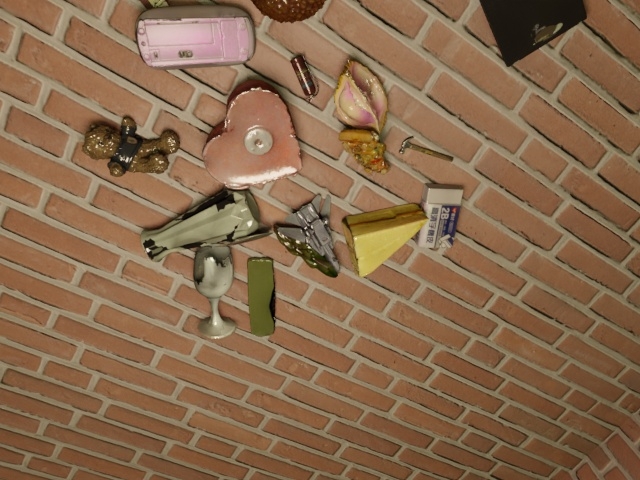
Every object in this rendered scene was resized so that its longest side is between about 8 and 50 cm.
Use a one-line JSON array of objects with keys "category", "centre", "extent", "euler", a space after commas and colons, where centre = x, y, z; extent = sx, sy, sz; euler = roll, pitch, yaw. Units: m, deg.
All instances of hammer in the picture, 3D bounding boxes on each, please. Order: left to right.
[{"category": "hammer", "centre": [0.344, -0.286, 1.442], "extent": [0.182, 0.017, 0.062], "euler": [13, 113, -13]}]

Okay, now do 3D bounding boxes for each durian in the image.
[{"category": "durian", "centre": [0.121, -0.410, 1.300], "extent": [0.183, 0.132, 0.165], "euler": [25, 103, -12]}]

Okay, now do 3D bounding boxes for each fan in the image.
[{"category": "fan", "centre": [-0.296, 0.014, 1.409], "extent": [0.311, 0.182, 0.010], "euler": [-13, 86, -26]}]

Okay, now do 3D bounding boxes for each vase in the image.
[{"category": "vase", "centre": [-0.375, -0.045, 1.416], "extent": [0.361, 0.165, 0.165], "euler": [-20, 115, 8]}]

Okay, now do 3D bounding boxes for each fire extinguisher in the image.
[{"category": "fire extinguisher", "centre": [-0.044, -0.466, 1.308], "extent": [0.056, 0.039, 0.132], "euler": [-20, 116, 14]}]

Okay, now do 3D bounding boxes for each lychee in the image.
[{"category": "lychee", "centre": [-0.089, -0.655, 1.134], "extent": [0.239, 0.200, 0.200], "euler": [13, 114, -25]}]

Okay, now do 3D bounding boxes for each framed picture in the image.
[{"category": "framed picture", "centre": [0.571, -0.683, 1.240], "extent": [0.244, 0.013, 0.323], "euler": [-30, 123, 17]}]

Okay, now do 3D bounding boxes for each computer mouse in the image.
[{"category": "computer mouse", "centre": [-0.330, -0.541, 1.210], "extent": [0.311, 0.071, 0.158], "euler": [-10, 128, -15]}]

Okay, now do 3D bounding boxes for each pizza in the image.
[{"category": "pizza", "centre": [0.131, -0.260, 1.360], "extent": [0.147, 0.226, 0.069], "euler": [18, 74, 19]}]

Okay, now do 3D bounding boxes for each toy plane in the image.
[{"category": "toy plane", "centre": [0.005, 0.000, 1.469], "extent": [0.212, 0.088, 0.267], "euler": [-35, 103, -18]}]

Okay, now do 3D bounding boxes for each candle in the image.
[{"category": "candle", "centre": [-0.177, -0.297, 1.330], "extent": [0.288, 0.131, 0.316], "euler": [22, 121, -22]}]

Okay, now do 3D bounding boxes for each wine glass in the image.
[{"category": "wine glass", "centre": [-0.357, 0.171, 1.524], "extent": [0.144, 0.143, 0.320], "euler": [-1, 113, -5]}]

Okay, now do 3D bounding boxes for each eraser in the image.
[{"category": "eraser", "centre": [0.395, -0.081, 1.514], "extent": [0.125, 0.068, 0.209], "euler": [2, 114, -6]}]

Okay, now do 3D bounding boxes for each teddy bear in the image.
[{"category": "teddy bear", "centre": [-0.551, -0.256, 1.315], "extent": [0.252, 0.181, 0.129], "euler": [14, 149, -13]}]

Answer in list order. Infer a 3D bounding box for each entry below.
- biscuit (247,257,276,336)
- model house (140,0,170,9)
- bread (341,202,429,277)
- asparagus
[{"category": "biscuit", "centre": [-0.207, 0.205, 1.606], "extent": [0.100, 0.038, 0.322], "euler": [0, 116, -2]}, {"category": "model house", "centre": [-0.436, -0.625, 1.186], "extent": [0.058, 0.057, 0.083], "euler": [-35, 115, 6]}, {"category": "bread", "centre": [0.217, -0.002, 1.479], "extent": [0.264, 0.167, 0.163], "euler": [-12, 117, -1]}, {"category": "asparagus", "centre": [-0.054, 0.033, 1.522], "extent": [0.287, 0.080, 0.080], "euler": [38, 106, -26]}]
